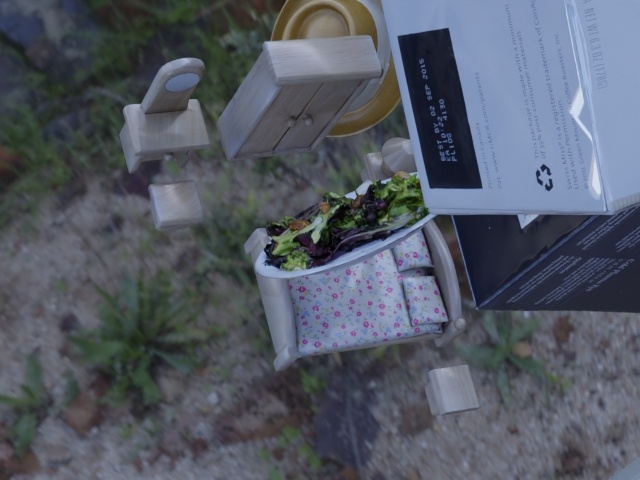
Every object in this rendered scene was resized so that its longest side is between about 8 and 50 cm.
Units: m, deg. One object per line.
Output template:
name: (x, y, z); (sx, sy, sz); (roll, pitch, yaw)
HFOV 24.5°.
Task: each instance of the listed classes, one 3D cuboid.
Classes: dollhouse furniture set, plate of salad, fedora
dollhouse furniture set: (0.000, 0.000, 1.423); (0.303, 0.174, 0.356); (-7, 69, -25)
plate of salad: (0.029, -0.024, 1.314); (0.199, 0.048, 0.200); (-22, 17, 7)
fedora: (0.010, -0.209, 1.638); (0.194, 0.079, 0.194); (3, 97, 27)

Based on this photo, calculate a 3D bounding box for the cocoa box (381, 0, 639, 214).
cocoa box: (0.189, -0.211, 1.060); (0.228, 0.347, 0.231); (-18, 10, -27)

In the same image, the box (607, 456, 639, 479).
box: (0.375, 0.265, 1.522); (0.113, 0.275, 0.094); (48, 53, 10)

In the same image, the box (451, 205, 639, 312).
box: (0.390, -0.056, 1.863); (0.312, 0.343, 0.179); (4, 61, -30)
